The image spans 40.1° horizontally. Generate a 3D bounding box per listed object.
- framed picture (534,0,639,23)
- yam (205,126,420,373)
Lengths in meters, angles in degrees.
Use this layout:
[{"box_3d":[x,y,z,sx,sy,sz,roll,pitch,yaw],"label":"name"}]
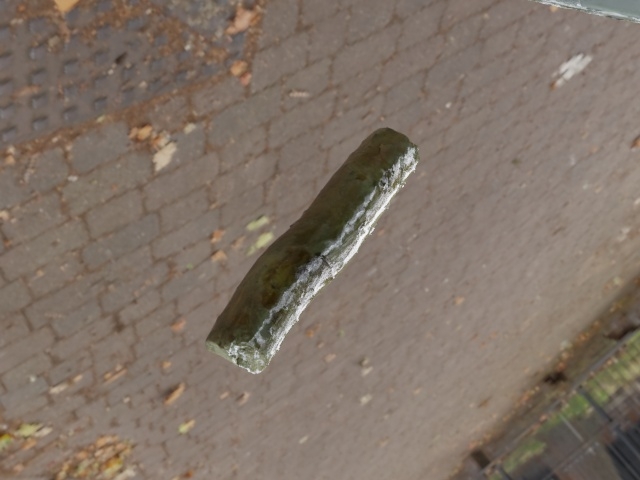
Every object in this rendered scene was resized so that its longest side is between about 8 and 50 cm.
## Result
[{"box_3d":[0.088,-0.226,0.327,0.016,0.216,0.274,-133,-125,-85],"label":"framed picture"},{"box_3d":[0.000,0.000,0.862,0.317,0.071,0.067,-52,144,-30],"label":"yam"}]
